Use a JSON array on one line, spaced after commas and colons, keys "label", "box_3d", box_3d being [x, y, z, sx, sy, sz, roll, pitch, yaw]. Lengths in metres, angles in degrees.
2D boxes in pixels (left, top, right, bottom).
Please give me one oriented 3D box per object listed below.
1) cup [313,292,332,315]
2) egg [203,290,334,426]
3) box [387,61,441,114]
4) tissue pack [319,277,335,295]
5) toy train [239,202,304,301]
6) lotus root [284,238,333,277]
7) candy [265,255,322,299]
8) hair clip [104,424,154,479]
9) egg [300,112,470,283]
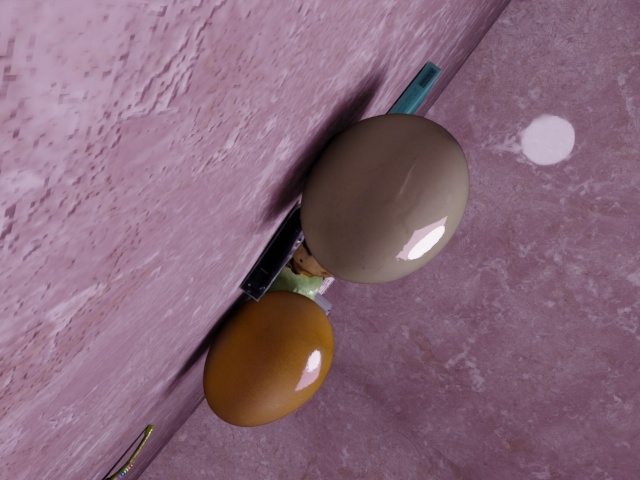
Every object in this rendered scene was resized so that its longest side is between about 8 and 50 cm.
[{"label": "cup", "box_3d": [-0.087, 0.219, 1.359, 0.167, 0.202, 0.221, -56, 176, 24]}, {"label": "egg", "box_3d": [-0.116, 0.259, 0.925, 0.322, 0.250, 0.250, -49, 177, 5]}, {"label": "box", "box_3d": [0.181, -0.284, 0.985, 0.229, 0.041, 0.162, -52, 177, -4]}, {"label": "tissue pack", "box_3d": [-0.069, 0.175, 1.536, 0.073, 0.173, 0.236, 28, 102, -44]}, {"label": "toy train", "box_3d": [-0.071, 0.020, 0.735, 0.208, 0.043, 0.047, -53, 179, 25]}, {"label": "lotus root", "box_3d": [0.023, -0.014, 0.860, 0.257, 0.140, 0.154, -60, 168, 24]}, {"label": "candy", "box_3d": [-0.114, 0.176, 1.128, 0.344, 0.132, 0.142, -53, 171, 37]}, {"label": "hair clip", "box_3d": [-0.451, 0.517, 0.980, 0.188, 0.033, 0.060, -51, 179, -23]}, {"label": "egg", "box_3d": [0.090, -0.062, 0.597, 0.269, 0.219, 0.219, -55, 179, -24]}]
